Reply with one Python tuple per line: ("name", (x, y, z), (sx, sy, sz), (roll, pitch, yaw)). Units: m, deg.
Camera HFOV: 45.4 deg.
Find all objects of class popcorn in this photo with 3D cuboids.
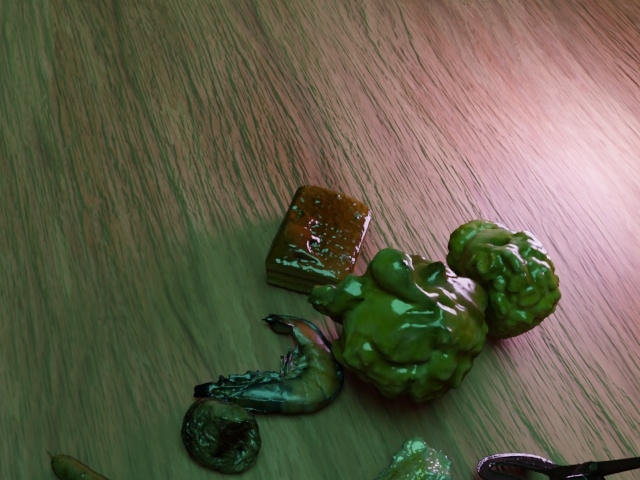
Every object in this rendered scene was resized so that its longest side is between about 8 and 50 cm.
("popcorn", (0.157, 0.163, 1.420), (0.335, 0.274, 0.279), (-10, 68, -47))
("popcorn", (0.371, 0.086, 1.553), (0.173, 0.225, 0.286), (-19, 19, -11))

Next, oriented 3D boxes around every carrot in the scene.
("carrot", (-0.358, 0.426, 1.277), (0.298, 0.078, 0.078), (24, 52, 19))

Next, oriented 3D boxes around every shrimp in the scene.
("shrimp", (-0.103, 0.235, 1.465), (0.290, 0.054, 0.222), (-6, 53, -12))

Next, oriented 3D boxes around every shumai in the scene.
("shumai", (-0.179, 0.334, 1.334), (0.139, 0.105, 0.123), (28, 73, 25))

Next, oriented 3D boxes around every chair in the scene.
("chair", (0.402, 0.445, 1.251), (0.175, 0.326, 0.183), (1, 75, -17))

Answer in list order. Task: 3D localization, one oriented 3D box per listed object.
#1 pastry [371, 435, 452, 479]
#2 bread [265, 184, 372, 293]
("pastry", (0.111, 0.444, 1.307), (0.258, 0.089, 0.121), (-31, 58, -29))
("bread", (0.000, 0.000, 1.630), (0.184, 0.111, 0.234), (16, 51, 4))
